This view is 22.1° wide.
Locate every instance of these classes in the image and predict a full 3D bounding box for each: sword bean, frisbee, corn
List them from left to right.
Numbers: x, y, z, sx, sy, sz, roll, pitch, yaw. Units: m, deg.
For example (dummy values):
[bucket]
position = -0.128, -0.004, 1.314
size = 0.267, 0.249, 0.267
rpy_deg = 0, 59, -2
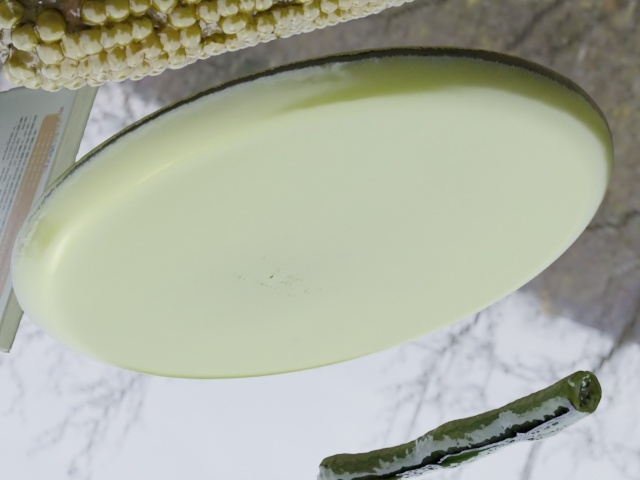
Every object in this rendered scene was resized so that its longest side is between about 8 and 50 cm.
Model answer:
[corn]
position = -0.053, -0.156, 0.960
size = 0.319, 0.097, 0.097
rpy_deg = -15, -168, -11
[frisbee]
position = 0.000, 0.000, 0.624
size = 0.235, 0.017, 0.236
rpy_deg = -12, 154, -6
[sword bean]
position = 0.096, 0.149, 1.207
size = 0.269, 0.038, 0.043
rpy_deg = -25, 113, 41

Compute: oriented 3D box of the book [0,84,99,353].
[book]
position = -0.264, -0.022, 1.278
size = 0.020, 0.208, 0.295
rpy_deg = 22, 171, -28
